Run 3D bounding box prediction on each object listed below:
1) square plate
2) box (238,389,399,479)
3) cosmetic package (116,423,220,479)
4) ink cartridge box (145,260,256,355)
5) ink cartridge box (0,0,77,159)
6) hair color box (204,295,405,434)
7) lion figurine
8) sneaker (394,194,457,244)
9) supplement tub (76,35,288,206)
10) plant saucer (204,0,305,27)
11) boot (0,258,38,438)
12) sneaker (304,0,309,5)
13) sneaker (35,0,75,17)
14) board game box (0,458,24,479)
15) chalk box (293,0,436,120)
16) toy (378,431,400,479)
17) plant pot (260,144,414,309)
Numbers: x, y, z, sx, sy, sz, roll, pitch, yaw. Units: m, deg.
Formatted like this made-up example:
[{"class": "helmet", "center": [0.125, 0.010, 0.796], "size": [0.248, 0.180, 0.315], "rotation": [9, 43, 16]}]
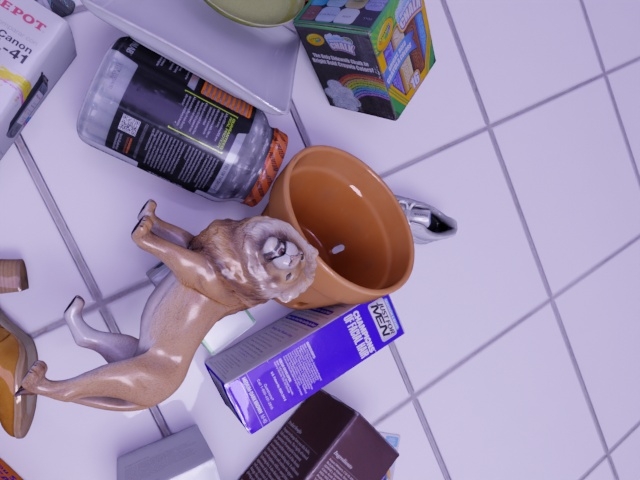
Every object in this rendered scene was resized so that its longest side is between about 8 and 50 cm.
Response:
[{"class": "square plate", "center": [-0.201, -0.377, 0.845], "size": [0.347, 0.049, 0.344], "rotation": [26, 40, -21]}, {"class": "box", "center": [-0.053, 0.480, 0.885], "size": [0.143, 0.191, 0.381], "rotation": [47, 72, -15]}, {"class": "cosmetic package", "center": [-0.245, 0.434, 0.803], "size": [0.152, 0.184, 0.151], "rotation": [-17, 95, -23]}, {"class": "ink cartridge box", "center": [-0.213, 0.093, 0.818], "size": [0.093, 0.212, 0.154], "rotation": [-38, 103, -17]}, {"class": "ink cartridge box", "center": [-0.563, -0.256, 0.723], "size": [0.226, 0.131, 0.306], "rotation": [31, 77, -20]}, {"class": "hair color box", "center": [-0.031, 0.205, 0.907], "size": [0.339, 0.185, 0.110], "rotation": [-29, 100, -22]}, {"class": "lion figurine", "center": [-0.196, 0.105, 0.655], "size": [0.240, 0.142, 0.392], "rotation": [38, 92, -24]}, {"class": "sneaker", "center": [0.166, -0.063, 1.037], "size": [0.297, 0.129, 0.110], "rotation": [10, 86, -22]}, {"class": "supplement tub", "center": [-0.229, -0.191, 0.832], "size": [0.316, 0.194, 0.193], "rotation": [25, 78, -20]}, {"class": "plant saucer", "center": [-0.144, -0.486, 0.883], "size": [0.241, 0.037, 0.240], "rotation": [11, 66, -25]}, {"class": "boot", "center": [-0.564, 0.170, 0.729], "size": [0.211, 0.104, 0.294], "rotation": [-6, 85, -19]}, {"class": "sneaker", "center": [-0.054, -0.528, 0.995], "size": [0.221, 0.083, 0.087], "rotation": [38, 82, -9]}, {"class": "sneaker", "center": [-0.480, -0.454, 0.814], "size": [0.076, 0.065, 0.166], "rotation": [-30, 103, -39]}, {"class": "board game box", "center": [-0.585, 0.445, 0.558], "size": [0.356, 0.356, 0.356], "rotation": [-41, 104, -20]}, {"class": "chalk box", "center": [0.085, -0.407, 0.916], "size": [0.179, 0.180, 0.289], "rotation": [-57, 148, -16]}, {"class": "toy", "center": [0.105, 0.539, 1.024], "size": [0.137, 0.056, 0.237], "rotation": [18, 81, -23]}, {"class": "plant pot", "center": [0.000, 0.000, 0.882], "size": [0.291, 0.203, 0.290], "rotation": [23, 51, -30]}]
